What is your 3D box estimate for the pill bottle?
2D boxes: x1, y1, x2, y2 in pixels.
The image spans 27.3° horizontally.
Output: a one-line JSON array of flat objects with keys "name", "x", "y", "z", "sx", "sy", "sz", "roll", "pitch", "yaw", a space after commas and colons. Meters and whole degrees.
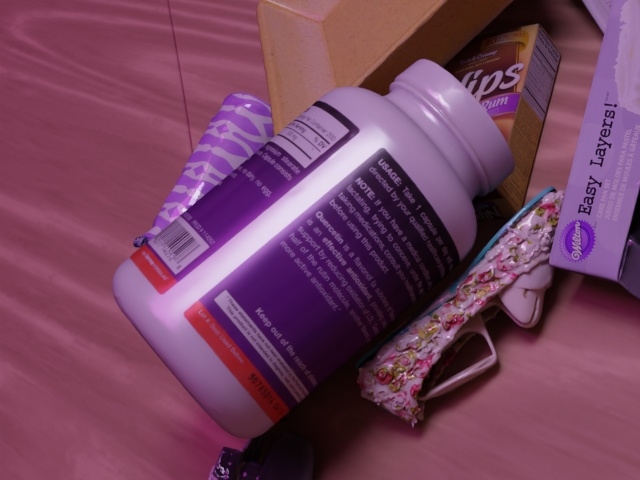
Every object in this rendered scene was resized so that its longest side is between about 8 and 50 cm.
[{"name": "pill bottle", "x": 0.000, "y": 0.000, "z": 1.088, "sx": 0.323, "sy": 0.181, "sz": 0.181, "roll": -40, "pitch": 40, "yaw": -7}]

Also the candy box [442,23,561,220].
[{"name": "candy box", "x": 0.148, "y": -0.108, "z": 1.227, "sx": 0.109, "sy": 0.053, "sz": 0.187, "roll": -6, "pitch": 53, "yaw": 38}]

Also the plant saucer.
[{"name": "plant saucer", "x": 0.082, "y": -0.257, "z": 1.324, "sx": 0.332, "sy": 0.081, "sz": 0.333, "roll": -42, "pitch": 31, "yaw": 22}]

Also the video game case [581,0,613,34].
[{"name": "video game case", "x": 0.313, "y": -0.309, "z": 1.226, "sx": 0.206, "sy": 0.026, "sz": 0.227, "roll": -33, "pitch": 58, "yaw": 14}]

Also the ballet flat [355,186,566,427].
[{"name": "ballet flat", "x": 0.134, "y": 0.061, "z": 1.097, "sx": 0.241, "sy": 0.091, "sz": 0.077, "roll": -44, "pitch": 71, "yaw": 9}]

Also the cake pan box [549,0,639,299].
[{"name": "cake pan box", "x": 0.310, "y": -0.071, "z": 0.989, "sx": 0.245, "sy": 0.070, "sz": 0.267, "roll": 17, "pitch": 93, "yaw": 47}]

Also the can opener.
[{"name": "can opener", "x": -0.029, "y": 0.136, "z": 1.180, "sx": 0.093, "sy": 0.074, "sz": 0.280, "roll": 14, "pitch": 65, "yaw": 8}]

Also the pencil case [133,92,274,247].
[{"name": "pencil case", "x": -0.109, "y": -0.056, "z": 1.381, "sx": 0.206, "sy": 0.086, "sz": 0.088, "roll": -59, "pitch": 19, "yaw": -17}]
